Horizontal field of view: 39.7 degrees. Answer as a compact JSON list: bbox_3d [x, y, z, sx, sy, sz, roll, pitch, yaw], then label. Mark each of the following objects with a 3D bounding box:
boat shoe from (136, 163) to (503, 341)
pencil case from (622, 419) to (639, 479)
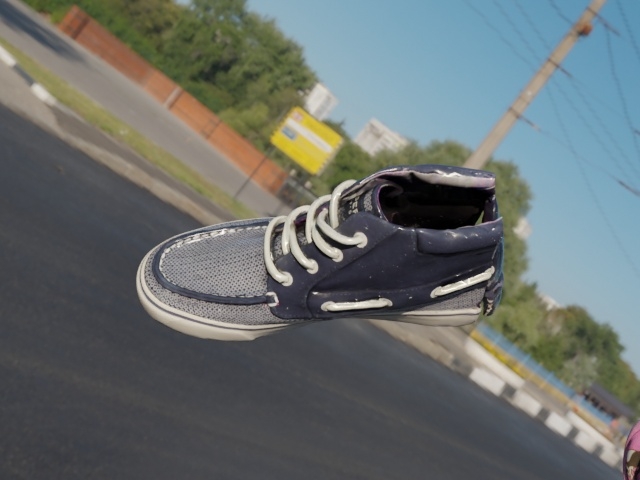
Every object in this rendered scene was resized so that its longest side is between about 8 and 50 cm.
[{"bbox_3d":[0.000,0.000,0.782,0.158,0.340,0.127,90,-4,-57],"label":"boat shoe"},{"bbox_3d":[0.561,0.266,1.057,0.386,0.160,0.167,-2,-23,-19],"label":"pencil case"}]
